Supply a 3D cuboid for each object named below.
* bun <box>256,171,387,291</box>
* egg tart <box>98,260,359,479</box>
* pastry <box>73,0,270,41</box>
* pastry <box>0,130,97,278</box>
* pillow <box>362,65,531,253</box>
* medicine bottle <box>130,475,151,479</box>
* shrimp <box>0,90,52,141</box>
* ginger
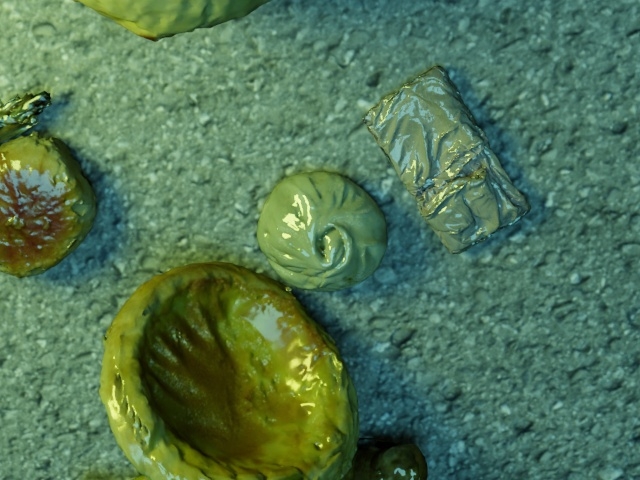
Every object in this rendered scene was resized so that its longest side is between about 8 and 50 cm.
[{"bbox_3d":[0.000,0.000,1.850,0.183,0.102,0.183,1,112,4],"label":"bun"},{"bbox_3d":[-0.129,0.215,1.821,0.388,0.388,0.169,35,135,-11],"label":"egg tart"},{"bbox_3d":[-0.180,-0.418,1.579,0.388,0.312,0.388,4,79,-22],"label":"pastry"},{"bbox_3d":[-0.403,-0.043,1.848,0.192,0.093,0.182,-27,110,10],"label":"pastry"},{"bbox_3d":[0.170,-0.102,1.836,0.135,0.049,0.248,-29,105,16],"label":"pillow"},{"bbox_3d":[-0.260,0.404,1.999,0.212,0.122,0.122,9,111,-2],"label":"medicine bottle"},{"bbox_3d":[-0.469,-0.193,1.819,0.217,0.051,0.150,-14,103,11],"label":"shrimp"},{"bbox_3d":[-0.001,0.320,1.972,0.309,0.107,0.133,11,125,1],"label":"ginger"}]
